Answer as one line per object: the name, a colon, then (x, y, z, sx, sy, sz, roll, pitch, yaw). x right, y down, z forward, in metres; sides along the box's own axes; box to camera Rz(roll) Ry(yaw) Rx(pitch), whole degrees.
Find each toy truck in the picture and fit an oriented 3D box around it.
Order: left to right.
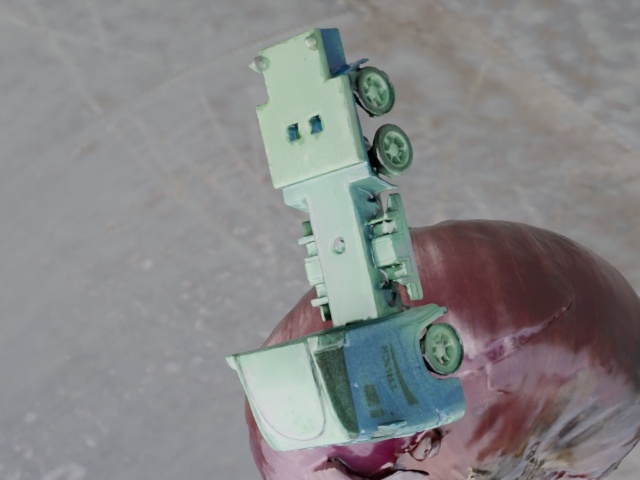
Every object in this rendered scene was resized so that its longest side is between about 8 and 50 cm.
toy truck: (0.000, 0.000, 0.568, 0.067, 0.175, 0.081, -16, 175, 44)

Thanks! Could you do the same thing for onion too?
onion: (0.096, 0.095, 1.121, 0.347, 0.285, 0.348, -13, 141, -11)
